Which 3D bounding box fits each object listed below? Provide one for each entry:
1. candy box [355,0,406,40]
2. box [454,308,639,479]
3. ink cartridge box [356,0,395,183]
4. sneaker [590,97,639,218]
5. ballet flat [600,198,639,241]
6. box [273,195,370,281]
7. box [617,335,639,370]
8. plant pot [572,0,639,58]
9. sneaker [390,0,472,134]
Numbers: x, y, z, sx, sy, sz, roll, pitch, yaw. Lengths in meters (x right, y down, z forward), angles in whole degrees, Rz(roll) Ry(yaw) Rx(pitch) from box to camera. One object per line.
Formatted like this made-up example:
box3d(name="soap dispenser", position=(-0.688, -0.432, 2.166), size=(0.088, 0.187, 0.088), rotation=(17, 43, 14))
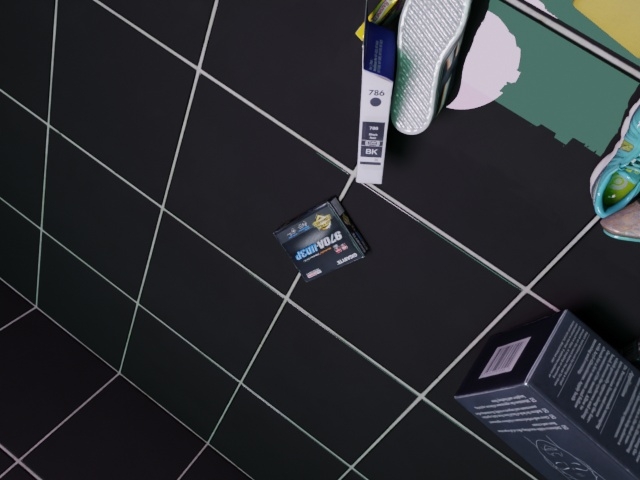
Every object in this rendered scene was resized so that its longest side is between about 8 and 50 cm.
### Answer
box3d(name="candy box", position=(0.159, -0.479, 1.006), size=(0.027, 0.105, 0.206), rotation=(47, 129, -3))
box3d(name="box", position=(0.560, 0.384, 1.144), size=(0.395, 0.212, 0.293), rotation=(42, 154, 3))
box3d(name="ink cartridge box", position=(0.110, -0.286, 1.039), size=(0.065, 0.165, 0.333), rotation=(4, 144, 5))
box3d(name="sneaker", position=(0.581, -0.152, 0.931), size=(0.107, 0.110, 0.275), rotation=(24, 134, 15))
box3d(name="ballet flat", position=(0.666, -0.054, 0.925), size=(0.315, 0.108, 0.106), rotation=(2, 114, -4))
box3d(name="box", position=(0.000, 0.000, 1.407), size=(0.220, 0.051, 0.175), rotation=(-26, 102, 37))
box3d(name="box", position=(0.751, 0.274, 1.119), size=(0.147, 0.077, 0.180), rotation=(39, 129, 6))
box3d(name="plant pot", position=(0.521, -0.413, 0.787), size=(0.212, 0.212, 0.187), rotation=(41, 142, 3))
box3d(name="sneaker", position=(0.215, -0.379, 1.017), size=(0.126, 0.127, 0.321), rotation=(22, 124, 14))
